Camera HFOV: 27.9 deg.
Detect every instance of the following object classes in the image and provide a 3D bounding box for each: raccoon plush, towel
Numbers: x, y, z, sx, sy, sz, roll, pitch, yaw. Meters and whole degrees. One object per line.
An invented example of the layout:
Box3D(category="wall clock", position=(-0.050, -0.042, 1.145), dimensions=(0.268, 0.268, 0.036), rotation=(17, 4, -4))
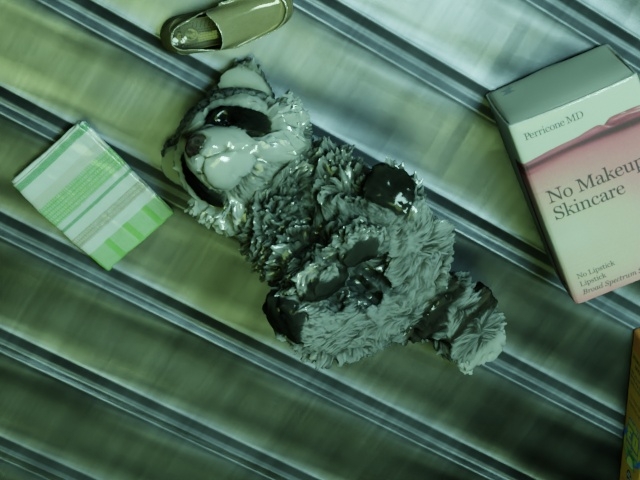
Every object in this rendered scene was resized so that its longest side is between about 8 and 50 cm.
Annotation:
Box3D(category="raccoon plush", position=(0.000, 0.000, 1.448), dimensions=(0.216, 0.299, 0.446), rotation=(-41, 143, -3))
Box3D(category="towel", position=(-0.255, -0.050, 1.453), dimensions=(0.113, 0.023, 0.152), rotation=(-39, 113, 14))

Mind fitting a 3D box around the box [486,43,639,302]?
Box3D(category="box", position=(0.299, -0.074, 1.426), dimensions=(0.149, 0.127, 0.232), rotation=(-23, 113, 6))

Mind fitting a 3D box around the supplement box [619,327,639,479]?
Box3D(category="supplement box", position=(0.422, 0.225, 1.590), dimensions=(0.080, 0.078, 0.233), rotation=(-4, 113, -3))

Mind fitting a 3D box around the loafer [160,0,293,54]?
Box3D(category="loafer", position=(-0.098, -0.227, 1.371), dimensions=(0.148, 0.050, 0.056), rotation=(-19, 113, 4))
